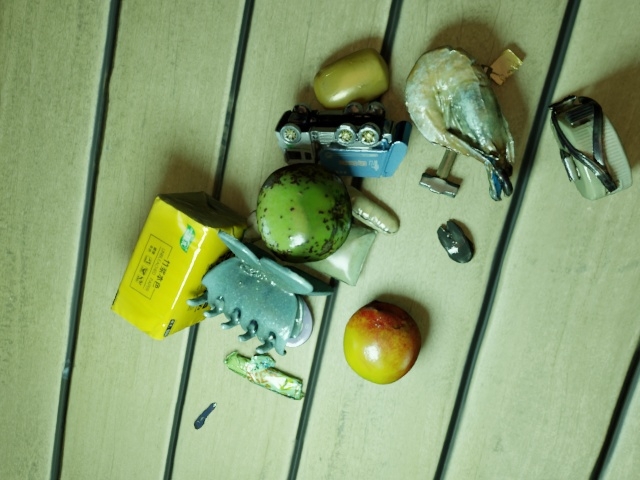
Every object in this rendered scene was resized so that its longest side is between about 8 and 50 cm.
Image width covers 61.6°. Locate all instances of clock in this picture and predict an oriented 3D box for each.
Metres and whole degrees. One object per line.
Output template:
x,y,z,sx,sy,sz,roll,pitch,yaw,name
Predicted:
-0.110,0.233,1.680,0.198,0.064,0.172,21,83,9,clock

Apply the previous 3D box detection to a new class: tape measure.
0.661,-0.237,1.342,0.133,0.231,0.271,-20,94,17,tape measure

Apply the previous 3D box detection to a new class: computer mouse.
0.388,0.008,1.540,0.079,0.047,0.135,-33,88,15,computer mouse

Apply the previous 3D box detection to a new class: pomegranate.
-0.081,-0.068,1.486,0.340,0.285,0.285,-9,97,38,pomegranate

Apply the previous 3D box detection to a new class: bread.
0.086,-0.450,1.519,0.217,0.098,0.147,-24,96,17,bread
0.138,-0.085,1.582,0.214,0.053,0.073,37,109,5,bread

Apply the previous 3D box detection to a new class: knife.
-0.392,0.597,1.828,0.031,0.018,0.121,43,105,11,knife

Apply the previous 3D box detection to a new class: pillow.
0.000,0.000,1.614,0.302,0.075,0.185,22,98,12,pillow

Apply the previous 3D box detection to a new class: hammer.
0.389,-0.301,1.485,0.111,0.043,0.365,23,106,10,hammer

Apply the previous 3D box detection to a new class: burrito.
-0.177,0.423,1.732,0.288,0.054,0.104,20,102,10,burrito

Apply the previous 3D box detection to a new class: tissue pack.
-0.411,0.066,1.615,0.228,0.293,0.382,29,103,13,tissue pack

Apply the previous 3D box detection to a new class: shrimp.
0.380,-0.303,1.422,0.221,0.110,0.446,-30,88,22,shrimp

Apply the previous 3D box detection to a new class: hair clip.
-0.174,0.151,1.503,0.318,0.392,0.238,30,89,12,hair clip

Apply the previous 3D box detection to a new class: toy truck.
0.065,-0.281,1.497,0.367,0.146,0.175,6,132,14,toy truck

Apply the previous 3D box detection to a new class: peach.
0.175,0.292,1.553,0.231,0.231,0.231,2,99,13,peach

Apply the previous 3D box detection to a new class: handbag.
0.496,-0.468,1.453,0.061,0.027,0.083,43,108,3,handbag
